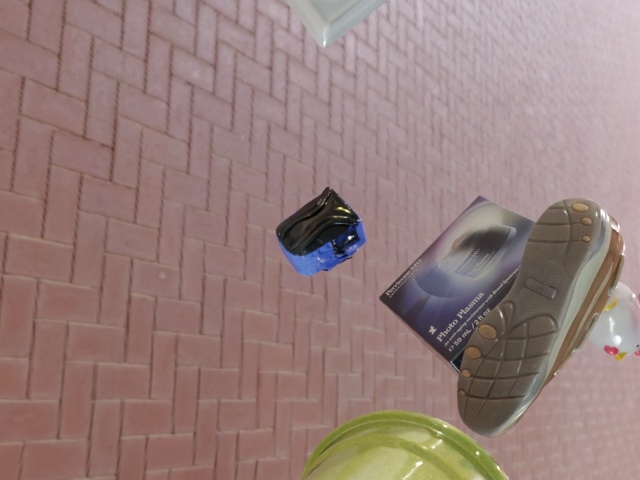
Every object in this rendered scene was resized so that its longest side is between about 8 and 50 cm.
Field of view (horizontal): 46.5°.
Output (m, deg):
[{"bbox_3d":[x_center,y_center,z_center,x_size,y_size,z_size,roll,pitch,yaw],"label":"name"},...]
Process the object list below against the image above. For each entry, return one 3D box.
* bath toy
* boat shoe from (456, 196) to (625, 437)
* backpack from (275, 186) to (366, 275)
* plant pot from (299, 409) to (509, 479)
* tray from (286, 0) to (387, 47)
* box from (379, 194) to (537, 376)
[{"bbox_3d":[0.521,0.108,1.039,0.129,0.348,0.151,48,57,-13],"label":"bath toy"},{"bbox_3d":[0.288,0.109,0.937,0.116,0.123,0.324,22,101,-37],"label":"boat shoe"},{"bbox_3d":[0.000,0.000,1.146,0.120,0.098,0.101,-32,137,-12],"label":"backpack"},{"bbox_3d":[0.035,0.323,0.699,0.254,0.276,0.276,-2,86,-62],"label":"plant pot"},{"bbox_3d":[0.068,-0.445,1.189,0.145,0.270,0.030,52,2,-8],"label":"tray"},{"bbox_3d":[0.312,0.106,1.381,0.296,0.294,0.183,-45,116,-2],"label":"box"}]
